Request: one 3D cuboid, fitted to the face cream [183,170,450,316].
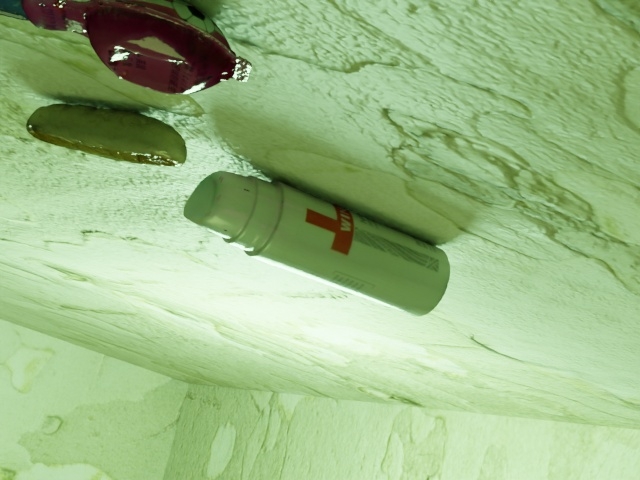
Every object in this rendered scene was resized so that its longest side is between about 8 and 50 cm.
[{"bbox_3d":[0.000,0.000,1.617,0.345,0.102,0.102,22,165,-29],"label":"face cream"}]

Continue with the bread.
[{"bbox_3d":[-0.239,-0.123,1.471,0.214,0.053,0.073,11,163,24],"label":"bread"}]

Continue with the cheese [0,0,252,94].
[{"bbox_3d":[-0.178,-0.185,1.140,0.244,0.062,0.155,16,165,-3],"label":"cheese"}]
